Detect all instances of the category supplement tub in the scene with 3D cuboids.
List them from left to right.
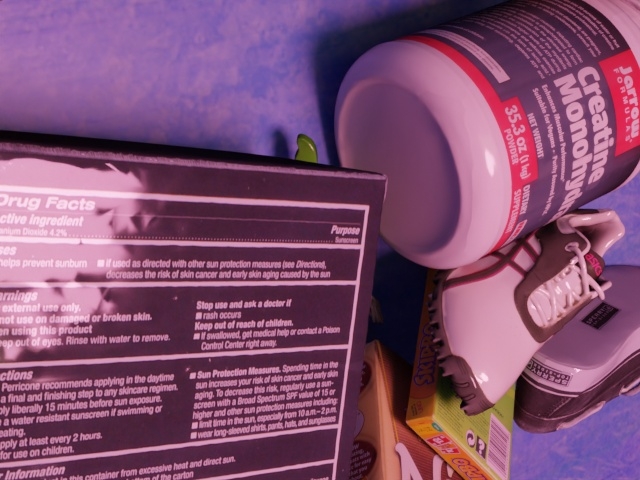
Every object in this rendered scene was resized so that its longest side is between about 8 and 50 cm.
[{"bbox_3d":[0.167,-0.106,0.832,0.272,0.191,0.191,-24,112,-29],"label":"supplement tub"}]

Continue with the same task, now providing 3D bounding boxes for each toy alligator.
[{"bbox_3d":[0.000,0.000,0.826,0.051,0.056,0.189,-16,116,13],"label":"toy alligator"}]

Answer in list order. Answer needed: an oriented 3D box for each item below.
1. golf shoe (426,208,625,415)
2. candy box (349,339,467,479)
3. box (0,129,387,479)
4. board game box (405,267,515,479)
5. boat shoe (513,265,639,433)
[{"bbox_3d":[0.175,0.040,0.824,0.105,0.120,0.273,60,36,-16],"label":"golf shoe"},{"bbox_3d":[0.077,0.260,0.792,0.183,0.087,0.316,39,34,-34],"label":"candy box"},{"bbox_3d":[-0.132,0.080,0.664,0.296,0.183,0.294,2,99,-37],"label":"box"},{"bbox_3d":[0.137,0.084,0.880,0.124,0.039,0.259,47,42,-32],"label":"board game box"},{"bbox_3d":[0.298,0.114,1.009,0.306,0.113,0.105,-26,135,-48],"label":"boat shoe"}]
